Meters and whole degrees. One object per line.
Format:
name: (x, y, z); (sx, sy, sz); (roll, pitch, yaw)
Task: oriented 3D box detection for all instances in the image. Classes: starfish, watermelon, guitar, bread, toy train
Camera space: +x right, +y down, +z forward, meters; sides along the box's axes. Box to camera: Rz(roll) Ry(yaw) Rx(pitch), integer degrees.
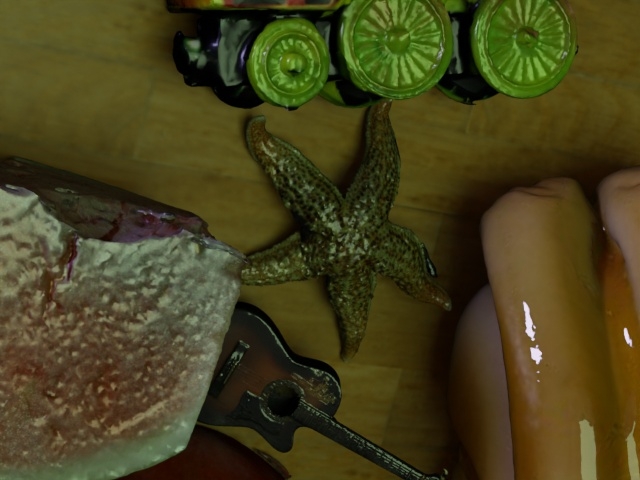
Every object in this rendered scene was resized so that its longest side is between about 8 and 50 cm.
starfish: (0.000, 0.000, 0.982); (0.176, 0.053, 0.208); (-24, 109, -8)
watermelon: (-0.207, 0.014, 0.778); (0.305, 0.224, 0.180); (15, 139, -29)
guitar: (0.006, 0.129, 0.978); (0.233, 0.025, 0.088); (30, 99, -7)
bread: (0.223, 0.147, 1.057); (0.245, 0.329, 0.424); (3, 109, 15)
toy train: (0.042, -0.165, 0.919); (0.296, 0.100, 0.160); (-5, 100, -25)

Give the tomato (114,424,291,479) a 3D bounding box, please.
tomato: (-0.100, 0.244, 0.983); (0.225, 0.085, 0.225); (-8, 110, -22)
